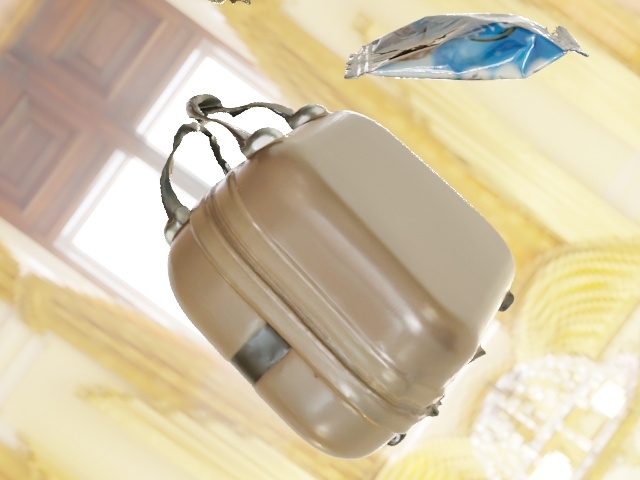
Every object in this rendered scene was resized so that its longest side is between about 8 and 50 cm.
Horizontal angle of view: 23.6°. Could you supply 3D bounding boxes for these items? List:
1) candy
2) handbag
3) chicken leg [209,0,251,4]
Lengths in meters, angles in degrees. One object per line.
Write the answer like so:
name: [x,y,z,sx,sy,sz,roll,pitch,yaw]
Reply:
candy: [0.081,-0.108,0.886,0.088,0.136,0.038,-89,173,-69]
handbag: [0.000,0.000,1.129,0.149,0.283,0.302,-44,180,20]
chicken leg: [-0.197,-0.372,1.393,0.201,0.429,0.152,-39,-159,17]
